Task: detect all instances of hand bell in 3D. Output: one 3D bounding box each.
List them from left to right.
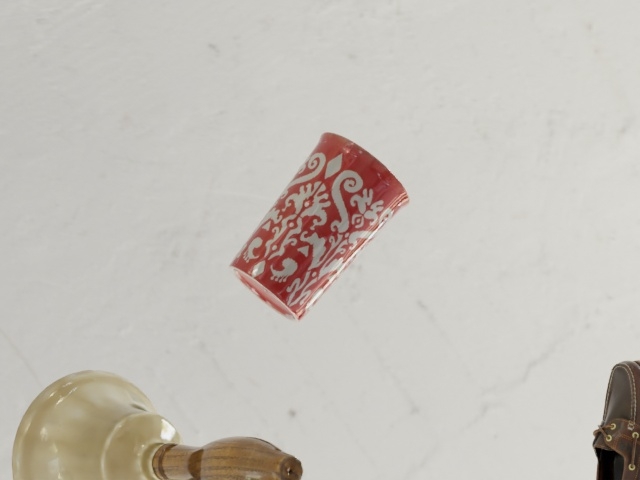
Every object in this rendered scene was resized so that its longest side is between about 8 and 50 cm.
[{"bbox_3d":[-0.093,0.149,0.853,0.126,0.242,0.126,4,-97,-38],"label":"hand bell"}]

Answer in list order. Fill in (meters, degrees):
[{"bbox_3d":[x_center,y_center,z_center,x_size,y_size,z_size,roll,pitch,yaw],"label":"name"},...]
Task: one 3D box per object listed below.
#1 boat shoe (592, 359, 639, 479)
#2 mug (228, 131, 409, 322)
[{"bbox_3d":[0.358,0.244,1.528,0.073,0.073,0.207,2,-99,-17],"label":"boat shoe"},{"bbox_3d":[0.005,0.001,1.314,0.169,0.113,0.150,-51,-51,-12],"label":"mug"}]
